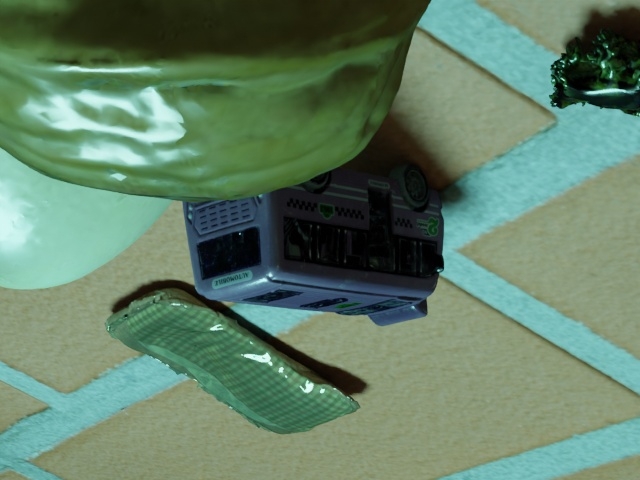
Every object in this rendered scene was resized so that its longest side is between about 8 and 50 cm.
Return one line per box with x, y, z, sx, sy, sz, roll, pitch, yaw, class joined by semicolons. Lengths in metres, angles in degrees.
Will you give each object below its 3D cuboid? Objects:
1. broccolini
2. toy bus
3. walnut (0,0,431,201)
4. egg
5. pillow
0.250;-0.065;0.949;0.254;0.071;0.057;16;110;-8;broccolini
0.000;0.000;1.079;0.087;0.098;0.178;-17;164;40;toy bus
-0.075;-0.127;0.841;0.261;0.225;0.225;4;149;8;walnut
-0.198;-0.085;1.026;0.264;0.174;0.286;-3;141;29;egg
-0.078;0.106;1.427;0.211;0.034;0.135;32;151;-19;pillow
